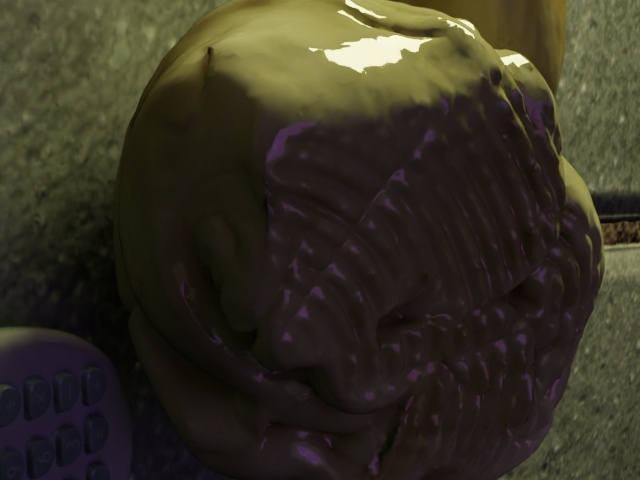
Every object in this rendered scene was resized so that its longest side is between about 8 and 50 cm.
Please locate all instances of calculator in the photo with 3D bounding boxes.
[{"bbox_3d":[-0.198,0.141,0.759,0.295,0.042,0.184,-22,118,-52],"label":"calculator"}]

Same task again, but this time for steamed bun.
[{"bbox_3d":[0.001,-0.003,0.857,0.289,0.203,0.276,6,105,-41],"label":"steamed bun"}]

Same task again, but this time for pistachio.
[{"bbox_3d":[0.092,-0.144,0.998,0.129,0.131,0.206,-100,-178,-57],"label":"pistachio"}]
